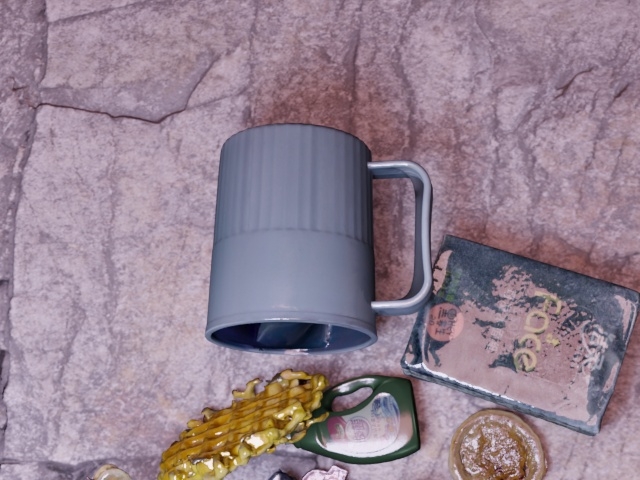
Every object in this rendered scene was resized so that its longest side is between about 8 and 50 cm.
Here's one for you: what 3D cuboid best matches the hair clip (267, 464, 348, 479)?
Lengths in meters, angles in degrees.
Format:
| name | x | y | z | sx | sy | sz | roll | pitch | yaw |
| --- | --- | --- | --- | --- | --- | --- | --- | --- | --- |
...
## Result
| name | x | y | z | sx | sy | sz | roll | pitch | yaw |
| --- | --- | --- | --- | --- | --- | --- | --- | --- | --- |
| hair clip | 0.000 | 0.415 | 1.665 | 0.187 | 0.056 | 0.146 | 33 | 81 | 7 |

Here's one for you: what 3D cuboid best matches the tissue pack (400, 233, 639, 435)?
| name | x | y | z | sx | sy | sz | roll | pitch | yaw |
| --- | --- | --- | --- | --- | --- | --- | --- | --- | --- |
| tissue pack | 0.304 | 0.143 | 1.659 | 0.315 | 0.103 | 0.228 | 17 | 79 | 14 |

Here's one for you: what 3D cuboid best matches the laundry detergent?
| name | x | y | z | sx | sy | sz | roll | pitch | yaw |
| --- | --- | --- | --- | --- | --- | --- | --- | --- | --- |
| laundry detergent | 0.045 | 0.281 | 1.685 | 0.211 | 0.063 | 0.137 | -8 | 72 | 9 |

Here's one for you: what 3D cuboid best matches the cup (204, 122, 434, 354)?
| name | x | y | z | sx | sy | sz | roll | pitch | yaw |
| --- | --- | --- | --- | --- | --- | --- | --- | --- | --- |
| cup | -0.015 | -0.004 | 1.653 | 0.331 | 0.257 | 0.311 | -12 | 69 | 36 |

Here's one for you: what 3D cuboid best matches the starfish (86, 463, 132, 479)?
| name | x | y | z | sx | sy | sz | roll | pitch | yaw |
| --- | --- | --- | --- | --- | --- | --- | --- | --- | --- |
| starfish | -0.155 | 0.522 | 1.547 | 0.324 | 0.082 | 0.432 | -2 | 99 | 6 |

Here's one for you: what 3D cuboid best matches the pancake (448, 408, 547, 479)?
| name | x | y | z | sx | sy | sz | roll | pitch | yaw |
| --- | --- | --- | --- | --- | --- | --- | --- | --- | --- |
| pancake | 0.270 | 0.330 | 1.654 | 0.151 | 0.025 | 0.152 | -3 | 73 | 9 |

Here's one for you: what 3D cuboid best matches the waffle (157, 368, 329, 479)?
| name | x | y | z | sx | sy | sz | roll | pitch | yaw |
| --- | --- | --- | --- | --- | --- | --- | --- | --- | --- |
| waffle | -0.121 | 0.281 | 1.637 | 0.280 | 0.262 | 0.060 | -38 | 108 | -38 |
